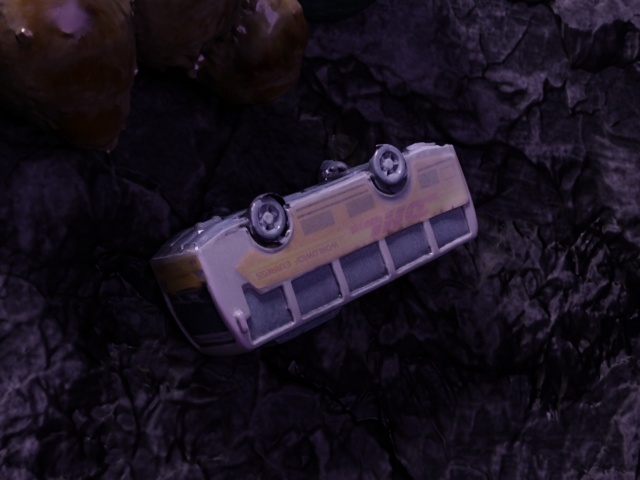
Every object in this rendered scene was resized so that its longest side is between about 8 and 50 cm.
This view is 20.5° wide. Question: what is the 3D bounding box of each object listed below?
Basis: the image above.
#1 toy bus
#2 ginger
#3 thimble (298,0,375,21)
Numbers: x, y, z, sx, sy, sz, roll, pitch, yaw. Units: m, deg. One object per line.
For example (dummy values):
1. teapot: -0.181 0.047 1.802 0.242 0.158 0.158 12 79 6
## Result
1. toy bus: 0.000 0.000 1.704 0.342 0.097 0.138 -26 100 -38
2. ginger: -0.184 -0.207 1.585 0.375 0.176 0.256 -23 107 -36
3. thimble: 0.005 -0.328 1.762 0.235 0.143 0.198 -10 83 -34
